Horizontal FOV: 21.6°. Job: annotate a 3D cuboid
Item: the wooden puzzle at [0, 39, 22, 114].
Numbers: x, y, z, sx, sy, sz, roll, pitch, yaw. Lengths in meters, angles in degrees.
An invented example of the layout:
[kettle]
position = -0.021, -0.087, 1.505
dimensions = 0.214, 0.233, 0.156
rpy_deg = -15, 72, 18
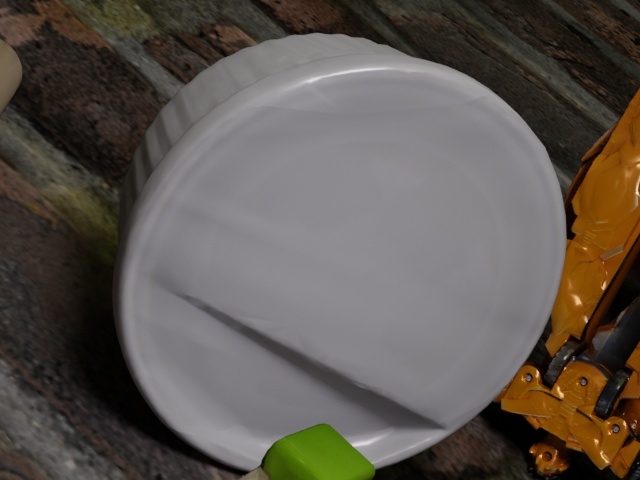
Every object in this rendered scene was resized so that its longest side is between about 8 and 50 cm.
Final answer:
[wooden puzzle]
position = -0.321, -0.139, 1.111
dimensions = 0.239, 0.044, 0.221
rpy_deg = 32, 19, -11

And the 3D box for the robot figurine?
[robot figurine]
position = 0.229, 0.039, 1.169
dimensions = 0.211, 0.291, 0.085
rpy_deg = 31, 7, 25

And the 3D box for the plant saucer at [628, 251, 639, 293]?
[plant saucer]
position = 0.346, 0.053, 1.328
dimensions = 0.332, 0.084, 0.332
rpy_deg = 49, -5, 6

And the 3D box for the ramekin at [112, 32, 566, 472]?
[ramekin]
position = 0.000, 0.000, 1.014
dimensions = 0.273, 0.272, 0.127
rpy_deg = 19, 18, -25

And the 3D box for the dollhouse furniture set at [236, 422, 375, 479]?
[dollhouse furniture set]
position = 0.032, 0.253, 0.694
dimensions = 0.301, 0.197, 0.151
rpy_deg = 41, 27, 16
